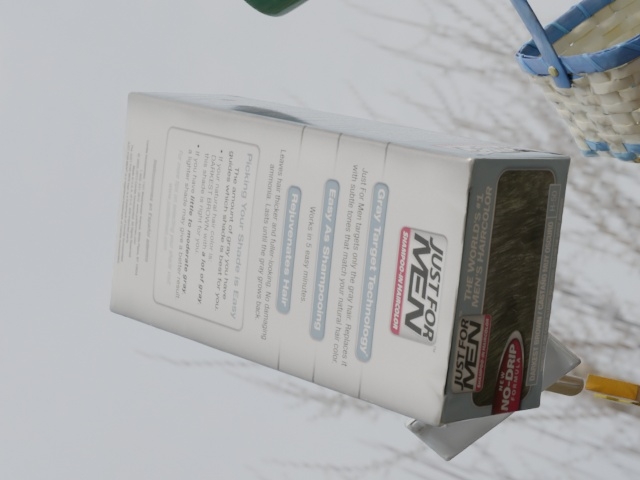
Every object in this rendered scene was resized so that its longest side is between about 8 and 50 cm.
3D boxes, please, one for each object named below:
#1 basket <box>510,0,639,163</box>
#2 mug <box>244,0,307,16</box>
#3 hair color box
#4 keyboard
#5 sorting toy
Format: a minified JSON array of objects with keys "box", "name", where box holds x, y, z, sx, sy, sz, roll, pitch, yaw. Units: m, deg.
[{"box":[0.324,-0.248,1.741,0.254,0.201,0.289,-39,-72,-22],"name":"basket"},{"box":[-0.042,-0.320,1.843,0.129,0.097,0.158,44,-142,-24],"name":"mug"},{"box":[0.000,0.000,1.256,0.113,0.374,0.185,-3,-78,-44],"name":"hair color box"},{"box":[0.193,0.177,1.899,0.256,0.072,0.014,-45,13,43],"name":"keyboard"},{"box":[0.247,0.148,2.007,0.229,0.307,0.041,31,-108,-68],"name":"sorting toy"}]
